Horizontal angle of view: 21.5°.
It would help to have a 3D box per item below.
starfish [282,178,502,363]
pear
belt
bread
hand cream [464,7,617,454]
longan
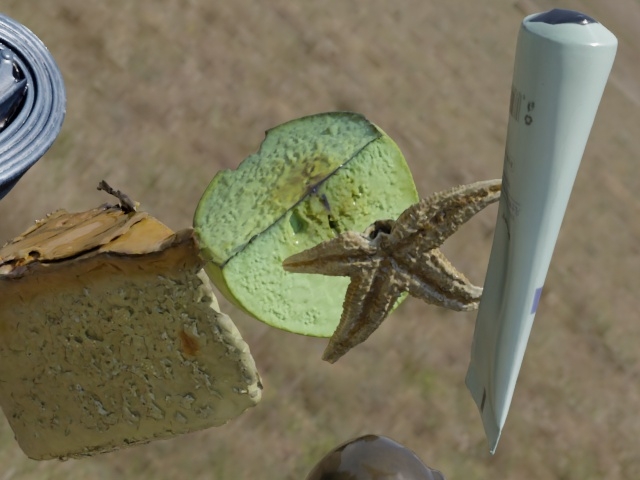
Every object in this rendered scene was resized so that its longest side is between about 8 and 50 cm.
[{"bbox_3d":[0.089,0.031,1.576,0.050,0.247,0.138,-84,151,-56],"label":"starfish"},{"bbox_3d":[0.000,0.000,2.083,0.292,0.292,0.159,34,1,-31],"label":"pear"},{"bbox_3d":[-0.269,-0.083,1.164,0.141,0.082,0.190,50,44,0],"label":"belt"},{"bbox_3d":[-0.180,0.059,1.668,0.248,0.315,0.279,69,23,-16],"label":"bread"},{"bbox_3d":[0.143,-0.011,1.207,0.067,0.320,0.109,7,24,-10],"label":"hand cream"},{"bbox_3d":[0.052,0.291,1.712,0.189,0.189,0.189,40,13,-11],"label":"longan"}]
